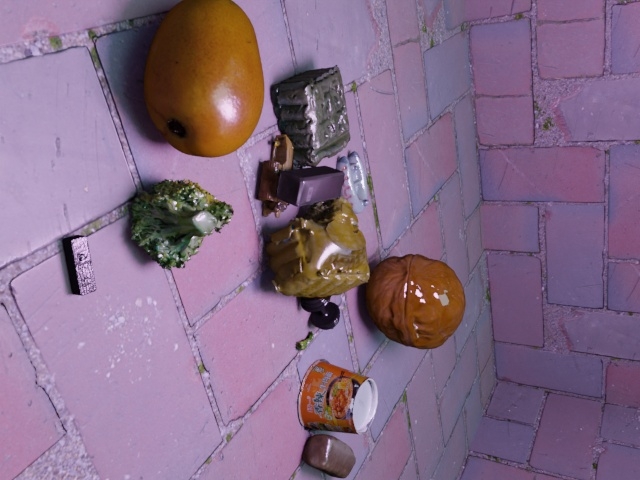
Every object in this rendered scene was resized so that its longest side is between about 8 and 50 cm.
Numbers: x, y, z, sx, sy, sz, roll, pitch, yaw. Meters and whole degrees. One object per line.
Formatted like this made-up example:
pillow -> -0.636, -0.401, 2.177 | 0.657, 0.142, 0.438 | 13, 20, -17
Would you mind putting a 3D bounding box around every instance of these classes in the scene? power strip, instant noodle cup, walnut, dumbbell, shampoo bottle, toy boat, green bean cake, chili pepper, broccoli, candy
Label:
power strip -> -0.443, 0.045, 1.046 | 0.038, 0.029, 0.111 | -27, 116, -55
instant noodle cup -> 0.064, 0.503, 1.788 | 0.230, 0.182, 0.231 | -11, 103, -59
walnut -> 0.338, 0.219, 2.038 | 0.398, 0.353, 0.308 | 61, 27, -51
dumbbell -> 0.001, 0.203, 1.731 | 0.099, 0.099, 0.209 | -62, 140, -35
shampoo bottle -> -0.014, -0.152, 1.541 | 0.246, 0.079, 0.080 | -17, 126, -55
toy boat -> 0.118, -0.191, 1.909 | 0.134, 0.078, 0.208 | -34, 120, -56
green bean cake -> -0.015, -0.352, 1.628 | 0.241, 0.132, 0.255 | -43, 129, -53
chili pepper -> -0.043, 0.310, 1.737 | 0.091, 0.030, 0.034 | -32, 94, -56
broccoli -> -0.267, -0.035, 1.154 | 0.219, 0.194, 0.194 | -19, 110, -35
toy boat -> -0.120, -0.174, 1.524 | 0.088, 0.068, 0.226 | 13, 83, -52
green bean cake -> 0.000, 0.000, 1.581 | 0.309, 0.202, 0.285 | 5, 63, -51
candy -> 0.032, 0.696, 1.831 | 0.234, 0.102, 0.104 | 49, 52, -48

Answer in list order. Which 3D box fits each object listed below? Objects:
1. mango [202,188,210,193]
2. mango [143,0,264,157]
mango -> -0.278, -0.064, 1.283 | 0.073, 0.056, 0.108 | -14, 108, -52
mango -> -0.232, -0.354, 1.186 | 0.264, 0.221, 0.378 | 39, 50, -48
